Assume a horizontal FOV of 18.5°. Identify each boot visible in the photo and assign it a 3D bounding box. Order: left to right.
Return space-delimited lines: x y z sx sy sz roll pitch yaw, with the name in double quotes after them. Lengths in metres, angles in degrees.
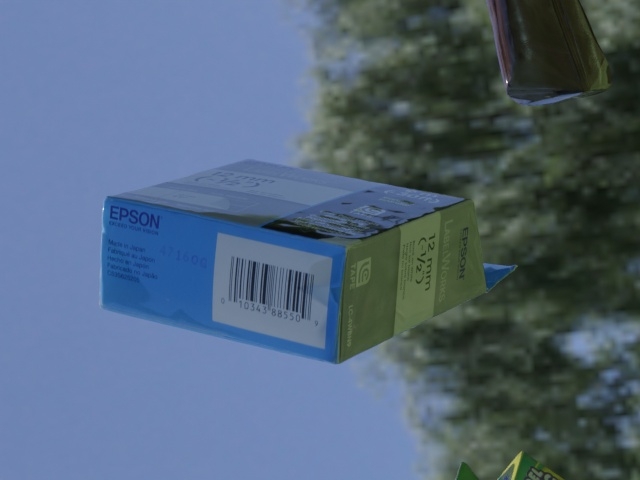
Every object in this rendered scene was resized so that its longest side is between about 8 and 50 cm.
0.111 -0.105 0.854 0.106 0.037 0.114 -4 -122 -26 "boot"

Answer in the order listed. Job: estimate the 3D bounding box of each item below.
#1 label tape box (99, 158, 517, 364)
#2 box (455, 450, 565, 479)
0.000 0.000 1.790 0.348 0.249 0.115 -23 -60 -56 "label tape box"
0.149 0.194 1.119 0.179 0.043 0.105 32 -148 -2 "box"
